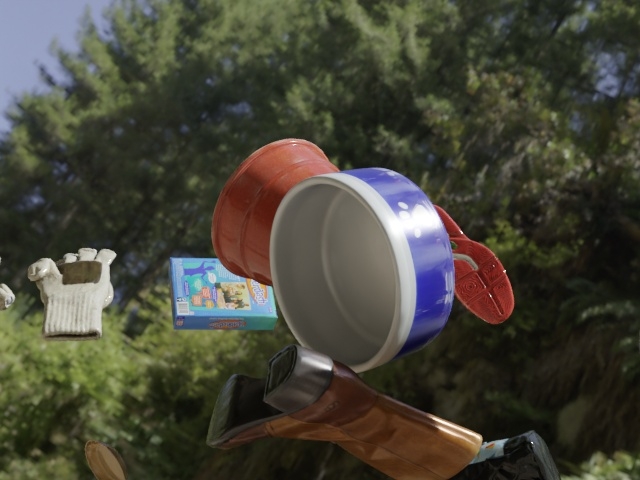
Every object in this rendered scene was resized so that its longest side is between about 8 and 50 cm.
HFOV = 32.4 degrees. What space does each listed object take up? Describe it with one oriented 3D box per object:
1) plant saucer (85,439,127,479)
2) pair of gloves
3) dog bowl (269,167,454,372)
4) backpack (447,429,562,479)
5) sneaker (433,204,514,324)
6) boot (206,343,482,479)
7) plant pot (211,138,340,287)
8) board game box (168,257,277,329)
[{"bbox_3d":[-0.284,0.301,1.479,0.083,0.015,0.083,25,-51,34],"label":"plant saucer"},{"bbox_3d":[-0.389,0.061,1.416,0.240,0.204,0.042,3,-64,-3],"label":"pair of gloves"},{"bbox_3d":[0.051,0.037,1.468,0.265,0.104,0.265,18,-66,47],"label":"dog bowl"},{"bbox_3d":[0.257,0.494,1.893,0.355,0.273,0.290,-23,-92,15],"label":"backpack"},{"bbox_3d":[0.219,0.050,1.717,0.221,0.087,0.128,56,-8,21],"label":"sneaker"},{"bbox_3d":[0.020,0.242,1.394,0.280,0.096,0.264,28,-46,-22],"label":"boot"},{"bbox_3d":[0.000,0.000,1.873,0.265,0.272,0.272,34,-23,42],"label":"plant pot"},{"bbox_3d":[-0.205,0.110,2.282,0.210,0.160,0.047,2,-42,-15],"label":"board game box"}]
